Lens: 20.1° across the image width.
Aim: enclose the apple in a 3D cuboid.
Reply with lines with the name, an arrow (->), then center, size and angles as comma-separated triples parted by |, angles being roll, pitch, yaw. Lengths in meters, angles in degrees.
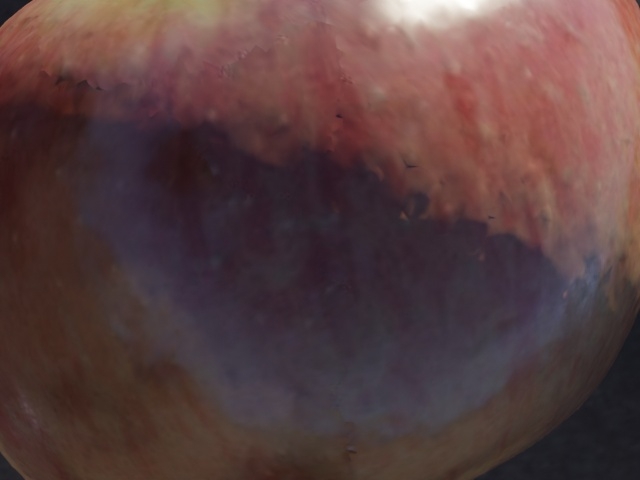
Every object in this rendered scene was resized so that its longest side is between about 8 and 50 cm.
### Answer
apple -> 0.000, 0.000, 0.796 | 0.344, 0.344, 0.269 | -16, 102, -34
